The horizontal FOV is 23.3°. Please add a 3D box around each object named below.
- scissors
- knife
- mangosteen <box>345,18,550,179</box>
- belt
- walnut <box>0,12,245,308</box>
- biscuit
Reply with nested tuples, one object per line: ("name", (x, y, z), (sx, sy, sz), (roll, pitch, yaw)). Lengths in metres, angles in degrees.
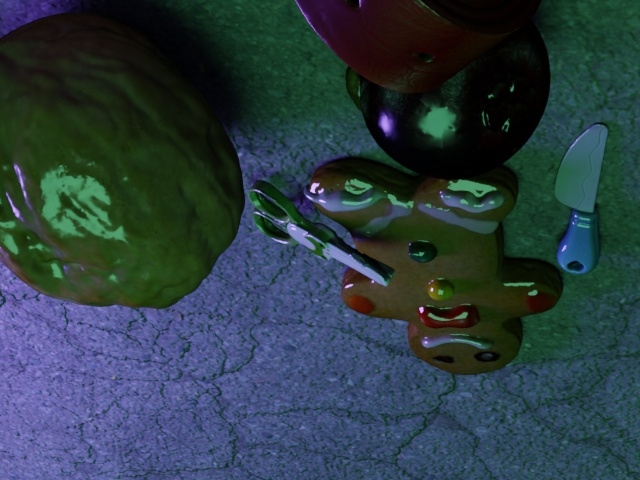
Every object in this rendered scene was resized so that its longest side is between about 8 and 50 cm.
("scissors", (0.000, 0.000, 1.850), (0.204, 0.027, 0.101), (30, 156, 21))
("knife", (0.296, -0.048, 1.782), (0.058, 0.032, 0.244), (10, 141, 16))
("mangosteen", (0.127, -0.160, 1.542), (0.210, 0.210, 0.210), (7, 144, 5))
("belt", (0.067, -0.289, 1.297), (0.227, 0.323, 0.115), (3, 156, -39))
("walnut", (-0.251, -0.084, 1.665), (0.306, 0.306, 0.344), (-13, 131, 30))
("biscuit", (0.154, 0.056, 1.926), (0.283, 0.064, 0.432), (0, 143, 16))
